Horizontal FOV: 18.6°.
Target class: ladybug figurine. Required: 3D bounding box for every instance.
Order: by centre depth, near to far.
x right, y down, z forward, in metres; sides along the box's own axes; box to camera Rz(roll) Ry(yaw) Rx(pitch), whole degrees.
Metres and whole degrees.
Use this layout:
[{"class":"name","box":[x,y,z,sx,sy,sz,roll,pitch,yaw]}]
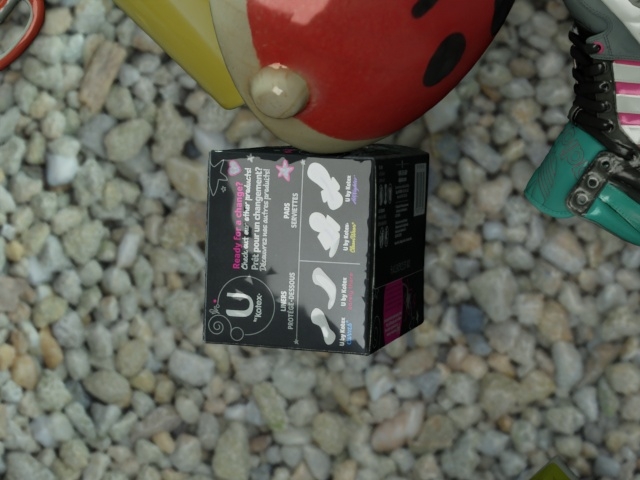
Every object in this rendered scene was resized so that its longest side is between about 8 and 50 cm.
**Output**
[{"class":"ladybug figurine","box":[0.061,-0.256,1.520,0.162,0.449,0.305,-6,136,35]}]

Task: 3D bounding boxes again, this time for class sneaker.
[{"class":"sneaker","box":[0.229,-0.107,1.620,0.178,0.124,0.295,-38,102,10]}]

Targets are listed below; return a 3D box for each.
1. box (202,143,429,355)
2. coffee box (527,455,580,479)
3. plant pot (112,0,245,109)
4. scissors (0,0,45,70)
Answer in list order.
[{"class":"box","box":[0.000,0.000,1.633,0.142,0.247,0.163,3,94,12]},{"class":"coffee box","box":[0.167,0.427,1.578,0.337,0.334,0.338,-44,83,12]},{"class":"plant pot","box":[-0.081,-0.252,1.650,0.254,0.254,0.239,-32,101,14]},{"class":"scissors","box":[-0.242,-0.275,1.794,0.297,0.021,0.109,-41,82,12]}]
